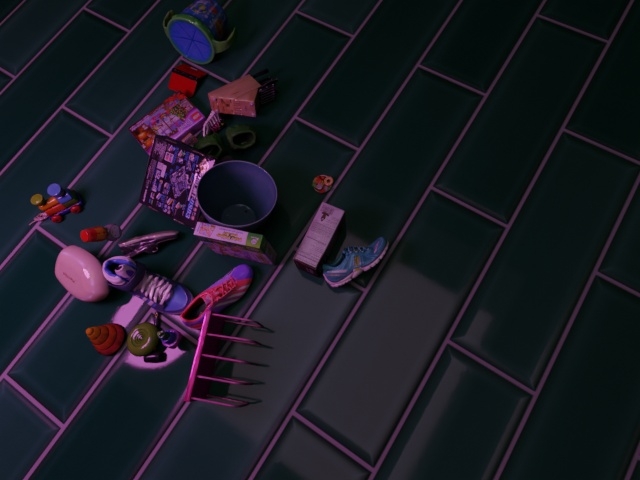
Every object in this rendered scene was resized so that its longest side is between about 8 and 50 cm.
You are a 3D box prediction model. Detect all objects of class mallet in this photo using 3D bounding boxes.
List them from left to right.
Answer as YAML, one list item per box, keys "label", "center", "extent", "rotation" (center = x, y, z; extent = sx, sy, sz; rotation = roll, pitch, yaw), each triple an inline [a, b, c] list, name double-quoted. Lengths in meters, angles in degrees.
- label: "mallet"
  center: [-0.612, 0.362, 1.570]
  extent: [0.062, 0.039, 0.190]
  rotation: [1, 68, 7]

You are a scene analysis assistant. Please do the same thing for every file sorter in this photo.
- label: "file sorter"
  center: [-0.315, 0.409, 1.441]
  extent: [0.182, 0.202, 0.291]
  rotation: [8, 72, 5]

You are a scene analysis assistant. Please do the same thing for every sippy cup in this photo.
- label: "sippy cup"
  center: [-0.546, -0.979, 1.923]
  extent: [0.305, 0.240, 0.224]
  rotation: [34, 61, -24]

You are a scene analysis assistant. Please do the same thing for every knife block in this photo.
- label: "knife block"
  center: [-0.328, -0.663, 1.838]
  extent: [0.275, 0.088, 0.242]
  rotation: [7, 59, 1]

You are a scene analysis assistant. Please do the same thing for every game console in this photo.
- label: "game console"
  center: [-0.617, -0.746, 1.950]
  extent: [0.143, 0.085, 0.124]
  rotation: [25, 44, 12]

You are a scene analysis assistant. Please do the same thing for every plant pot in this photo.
- label: "plant pot"
  center: [-0.315, -0.131, 1.606]
  extent: [0.289, 0.195, 0.291]
  rotation: [4, 61, -7]

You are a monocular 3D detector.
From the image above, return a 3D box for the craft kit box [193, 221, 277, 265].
- label: "craft kit box"
  center: [-0.303, 0.016, 1.543]
  extent: [0.246, 0.250, 0.061]
  rotation: [9, 74, 9]

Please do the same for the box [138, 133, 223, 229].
- label: "box"
  center: [-0.562, -0.234, 1.673]
  extent: [0.293, 0.073, 0.296]
  rotation: [23, 104, 14]

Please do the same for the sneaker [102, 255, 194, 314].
- label: "sneaker"
  center: [-0.642, 0.163, 1.530]
  extent: [0.322, 0.236, 0.130]
  rotation: [24, 75, 13]

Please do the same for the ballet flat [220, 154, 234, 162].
- label: "ballet flat"
  center: [-0.427, -0.240, 1.744]
  extent: [0.058, 0.084, 0.250]
  rotation: [0, 69, 52]

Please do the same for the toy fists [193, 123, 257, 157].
- label: "toy fists"
  center: [-0.397, -0.413, 1.756]
  extent: [0.278, 0.096, 0.142]
  rotation: [-22, 38, -4]

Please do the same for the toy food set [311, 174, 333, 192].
- label: "toy food set"
  center: [0.008, -0.233, 1.717]
  extent: [0.083, 0.020, 0.083]
  rotation: [24, 75, 12]

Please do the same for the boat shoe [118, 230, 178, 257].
- label: "boat shoe"
  center: [-0.680, 0.012, 1.681]
  extent: [0.232, 0.084, 0.079]
  rotation: [-16, 105, -7]

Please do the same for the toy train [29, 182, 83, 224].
- label: "toy train"
  center: [-1.134, -0.140, 1.726]
  extent: [0.247, 0.143, 0.105]
  rotation: [-28, 71, -4]

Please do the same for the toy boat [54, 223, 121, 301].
- label: "toy boat"
  center: [-0.872, 0.079, 1.609]
  extent: [0.267, 0.148, 0.318]
  rotation: [36, 111, 16]

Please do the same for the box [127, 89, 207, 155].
- label: "box"
  center: [-0.673, -0.507, 1.851]
  extent: [0.293, 0.057, 0.201]
  rotation: [-41, 74, -9]

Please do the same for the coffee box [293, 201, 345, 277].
- label: "coffee box"
  center: [0.000, 0.000, 1.579]
  extent: [0.098, 0.141, 0.247]
  rotation: [24, 76, 12]

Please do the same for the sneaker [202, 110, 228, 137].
- label: "sneaker"
  center: [-0.455, -0.506, 1.828]
  extent: [0.074, 0.063, 0.171]
  rotation: [12, 68, 15]

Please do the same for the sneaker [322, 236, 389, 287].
- label: "sneaker"
  center: [0.132, 0.065, 1.544]
  extent: [0.275, 0.107, 0.110]
  rotation: [-33, 103, -7]

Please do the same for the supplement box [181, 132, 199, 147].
- label: "supplement box"
  center: [-0.552, -0.418, 1.818]
  extent: [0.083, 0.043, 0.055]
  rotation: [41, 78, 17]

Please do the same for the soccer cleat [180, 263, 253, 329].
- label: "soccer cleat"
  center: [-0.379, 0.204, 1.556]
  extent: [0.318, 0.116, 0.108]
  rotation: [-42, 73, -9]

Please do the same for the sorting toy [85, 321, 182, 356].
- label: "sorting toy"
  center: [-0.692, 0.343, 1.510]
  extent: [0.365, 0.126, 0.127]
  rotation: [-2, 63, 13]
